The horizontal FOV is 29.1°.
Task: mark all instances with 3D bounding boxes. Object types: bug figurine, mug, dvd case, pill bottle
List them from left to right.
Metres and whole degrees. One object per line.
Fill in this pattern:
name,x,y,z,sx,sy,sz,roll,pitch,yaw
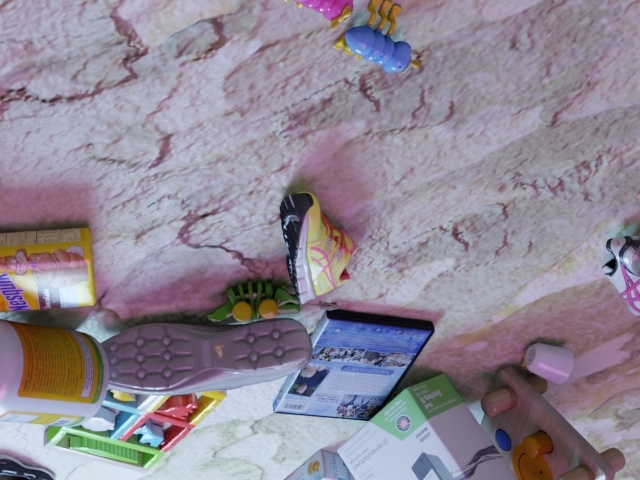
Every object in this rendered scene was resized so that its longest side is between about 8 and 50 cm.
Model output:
pill bottle,-0.418,0.178,1.674,0.136,0.136,0.245,-35,151,26
dvd case,0.049,0.201,1.935,0.180,0.022,0.253,8,136,-21
bug figurine,0.076,-0.293,1.344,0.216,0.072,0.279,17,132,-28
mug,0.357,0.198,1.971,0.064,0.062,0.078,19,125,-19

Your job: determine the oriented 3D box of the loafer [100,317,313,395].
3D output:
loafer,-0.170,0.175,1.792,0.319,0.112,0.111,-3,161,2

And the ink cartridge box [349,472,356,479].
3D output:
ink cartridge box,0.048,0.485,2.179,0.052,0.122,0.089,1,138,-12

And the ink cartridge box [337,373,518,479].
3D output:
ink cartridge box,0.186,0.385,1.971,0.114,0.273,0.198,-11,151,-50

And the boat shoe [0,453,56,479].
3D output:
boat shoe,-0.485,0.389,2.021,0.046,0.038,0.125,-30,135,21

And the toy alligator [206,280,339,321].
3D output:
toy alligator,-0.069,0.081,1.756,0.189,0.056,0.051,-6,98,-5

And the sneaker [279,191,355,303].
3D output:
sneaker,0.000,0.000,1.664,0.094,0.082,0.208,-14,146,-7

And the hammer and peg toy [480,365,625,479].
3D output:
hammer and peg toy,0.338,0.408,2.046,0.127,0.266,0.361,-19,139,-31

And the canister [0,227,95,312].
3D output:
canister,-0.385,0.040,1.623,0.169,0.073,0.126,-4,139,-10

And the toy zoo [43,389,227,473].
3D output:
toy zoo,-0.280,0.261,1.926,0.192,0.030,0.293,22,130,-32

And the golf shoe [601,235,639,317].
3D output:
golf shoe,0.463,0.049,1.831,0.085,0.068,0.186,14,149,21

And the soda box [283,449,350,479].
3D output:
soda box,-0.027,0.441,2.164,0.063,0.058,0.183,22,130,-31
